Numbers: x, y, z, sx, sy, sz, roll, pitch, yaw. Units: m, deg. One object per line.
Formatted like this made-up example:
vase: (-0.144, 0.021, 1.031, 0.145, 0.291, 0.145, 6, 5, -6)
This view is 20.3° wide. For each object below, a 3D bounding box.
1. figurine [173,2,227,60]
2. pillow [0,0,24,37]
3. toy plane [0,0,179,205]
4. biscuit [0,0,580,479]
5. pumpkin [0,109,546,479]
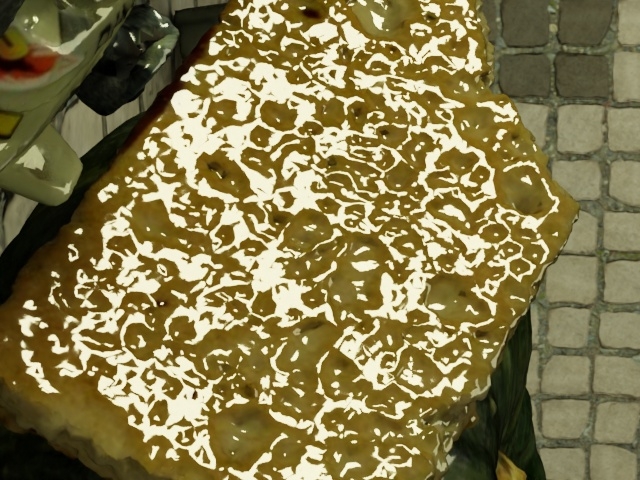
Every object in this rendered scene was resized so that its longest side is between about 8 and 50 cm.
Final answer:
figurine: (0.002, 0.000, 0.924, 0.342, 0.167, 0.285, 90, -2, -78)
pillow: (-0.084, -0.189, 0.434, 0.250, 0.106, 0.186, -88, 176, -49)
toy plane: (-0.052, -0.112, 0.533, 0.108, 0.092, 0.286, -28, -157, 51)
biscuit: (0.008, -0.014, 0.537, 0.237, 0.131, 0.026, -57, 171, -35)
pumpkin: (-0.024, 0.092, 0.657, 0.300, 0.207, 0.300, 2, 90, -69)
